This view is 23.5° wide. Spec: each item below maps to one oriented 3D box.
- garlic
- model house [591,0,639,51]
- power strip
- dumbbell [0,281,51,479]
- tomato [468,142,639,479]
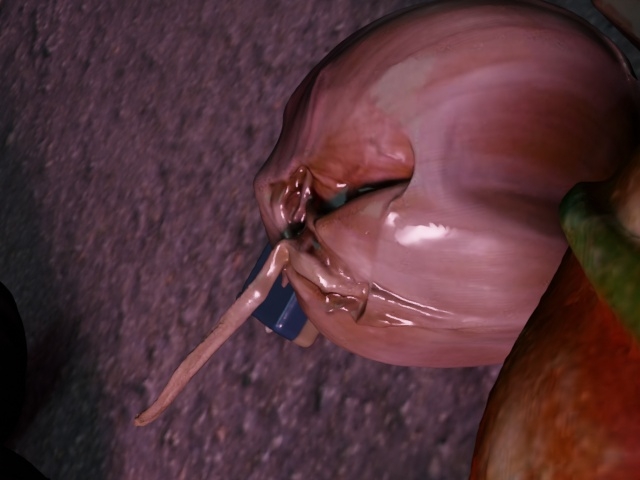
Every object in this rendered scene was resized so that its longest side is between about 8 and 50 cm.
[{"bbox_3d":[0.051,0.024,0.685,0.256,0.207,0.207,-51,34,-7],"label":"garlic"},{"bbox_3d":[0.242,-0.078,0.534,0.211,0.204,0.243,-50,52,12],"label":"model house"},{"bbox_3d":[0.000,0.000,0.895,0.123,0.032,0.056,-60,34,-1],"label":"power strip"},{"bbox_3d":[-0.257,0.144,0.976,0.185,0.185,0.388,-50,36,13],"label":"dumbbell"},{"bbox_3d":[0.195,0.084,0.410,0.303,0.239,0.303,-31,45,38],"label":"tomato"}]
